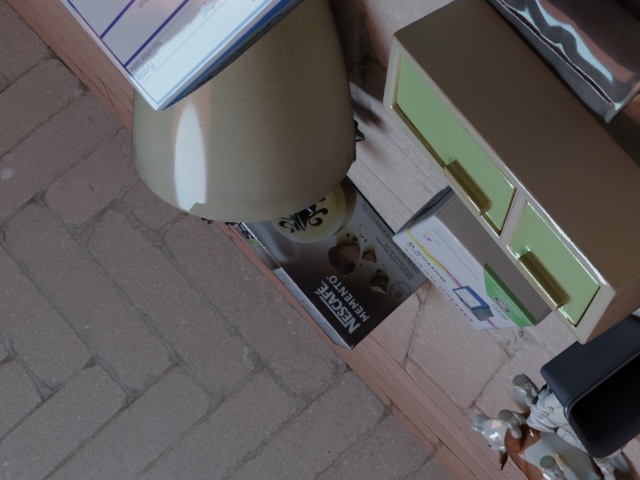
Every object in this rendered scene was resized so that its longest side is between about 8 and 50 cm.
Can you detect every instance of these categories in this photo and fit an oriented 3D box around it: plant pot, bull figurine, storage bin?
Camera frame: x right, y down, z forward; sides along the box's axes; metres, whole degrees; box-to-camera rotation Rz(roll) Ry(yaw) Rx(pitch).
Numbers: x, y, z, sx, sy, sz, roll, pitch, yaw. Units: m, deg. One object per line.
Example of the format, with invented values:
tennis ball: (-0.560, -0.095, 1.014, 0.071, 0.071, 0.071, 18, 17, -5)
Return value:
plant pot: (-0.084, -0.205, 1.162, 0.256, 0.256, 0.274, 43, 150, 30)
bull figurine: (0.334, 0.315, 1.640, 0.310, 0.101, 0.188, 39, 164, 45)
storage bin: (0.294, 0.139, 1.112, 0.098, 0.135, 0.091, 54, 180, -28)

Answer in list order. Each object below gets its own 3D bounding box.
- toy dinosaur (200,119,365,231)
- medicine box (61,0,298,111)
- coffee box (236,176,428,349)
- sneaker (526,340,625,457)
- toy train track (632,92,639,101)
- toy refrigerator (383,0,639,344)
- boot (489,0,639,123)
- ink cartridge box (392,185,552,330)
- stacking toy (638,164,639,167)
toy dinosaur: (-0.076, -0.136, 1.355, 0.218, 0.322, 0.164, 23, 152, -16)
medicine box: (-0.118, -0.293, 0.871, 0.289, 0.149, 0.263, 50, 142, -9)
coffee box: (0.000, 0.000, 1.682, 0.297, 0.168, 0.119, 51, 170, -8)
sneaker: (0.317, 0.195, 1.304, 0.118, 0.110, 0.292, 37, 175, 17)
toy train track: (0.202, -0.125, 0.817, 0.083, 0.014, 0.048, 43, 168, 31)
toy refrigerator: (0.160, -0.058, 0.874, 0.269, 0.094, 0.102, 53, 162, 21)
boot: (0.139, -0.176, 0.717, 0.208, 0.076, 0.189, 53, -175, 11)
ink cartridge box: (0.178, 0.013, 1.205, 0.154, 0.093, 0.212, 48, 172, -2)
stacking toy: (0.289, 0.024, 0.896, 0.167, 0.052, 0.221, 47, 169, 8)
